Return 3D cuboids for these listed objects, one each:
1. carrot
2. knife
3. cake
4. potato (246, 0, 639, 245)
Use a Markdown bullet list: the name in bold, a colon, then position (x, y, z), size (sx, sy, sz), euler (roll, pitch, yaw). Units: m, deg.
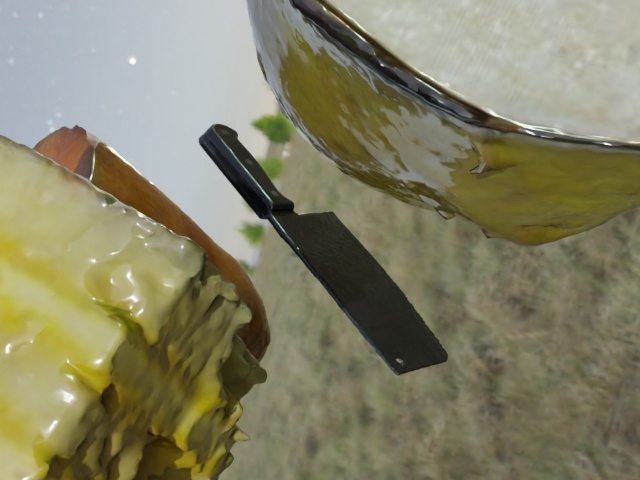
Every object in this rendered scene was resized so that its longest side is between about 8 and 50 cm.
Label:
- **carrot**: position (-0.129, 0.031, 0.795), size (0.159, 0.225, 0.159), euler (-37, 38, 36)
- **knife**: position (0.000, 0.000, 0.738), size (0.072, 0.245, 0.019), euler (-6, -41, -49)
- **cake**: position (-0.188, 0.109, 0.492), size (0.286, 0.227, 0.222), euler (-57, -22, -16)
- **potato**: position (0.151, -0.128, 0.554), size (0.296, 0.397, 0.289), euler (74, -160, -74)
